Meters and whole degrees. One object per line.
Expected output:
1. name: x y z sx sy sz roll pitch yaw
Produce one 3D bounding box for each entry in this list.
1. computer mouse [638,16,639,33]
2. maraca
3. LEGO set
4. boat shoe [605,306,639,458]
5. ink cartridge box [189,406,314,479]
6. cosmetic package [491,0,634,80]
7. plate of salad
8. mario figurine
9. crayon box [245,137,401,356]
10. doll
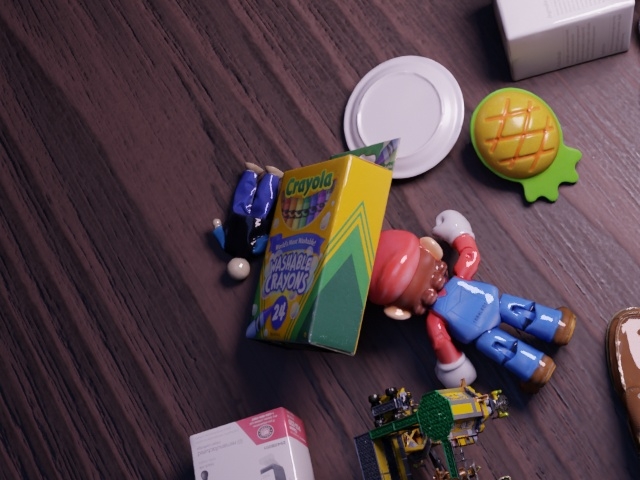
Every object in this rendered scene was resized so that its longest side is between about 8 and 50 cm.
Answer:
1. computer mouse: 0.599 -0.291 1.334 0.262 0.060 0.184 -12 77 24
2. maraca: 0.304 -0.141 1.359 0.127 0.099 0.185 -42 95 8
3. LEGO set: 0.195 0.342 1.194 0.255 0.192 0.331 -43 57 41
4. boat shoe: 0.461 0.229 1.211 0.111 0.104 0.307 -18 72 11
5. ink cartridge box: -0.090 0.371 1.316 0.158 0.092 0.218 -20 61 10
6. cosmetic package: 0.355 -0.355 1.366 0.184 0.151 0.151 -13 72 11
7. plate of salad: 0.132 -0.193 1.443 0.200 0.048 0.200 -5 78 25
8. mario figurine: 0.201 0.088 1.335 0.320 0.170 0.198 30 49 10
9. crayon box: 0.000 0.000 1.352 0.203 0.083 0.323 -7 67 60
10. doll: -0.111 -0.027 1.469 0.129 0.046 0.189 12 79 19
